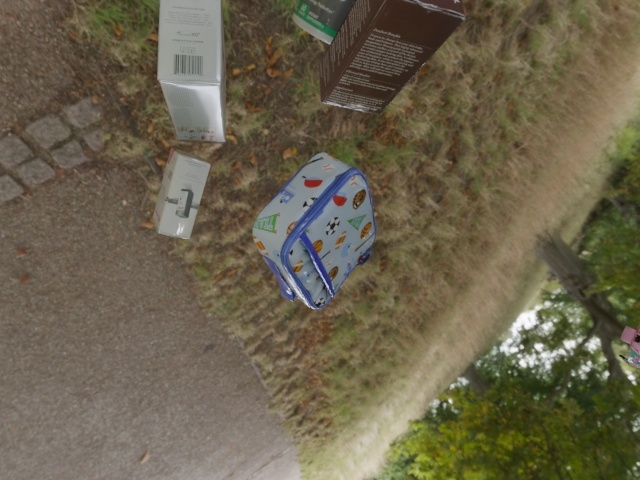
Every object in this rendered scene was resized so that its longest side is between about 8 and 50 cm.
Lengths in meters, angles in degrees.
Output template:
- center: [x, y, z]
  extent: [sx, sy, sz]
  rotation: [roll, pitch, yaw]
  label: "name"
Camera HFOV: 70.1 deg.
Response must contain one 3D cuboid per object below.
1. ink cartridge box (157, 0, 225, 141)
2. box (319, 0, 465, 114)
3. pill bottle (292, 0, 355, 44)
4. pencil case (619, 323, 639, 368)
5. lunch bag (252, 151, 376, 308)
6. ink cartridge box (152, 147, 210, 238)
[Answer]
- center: [-0.294, -0.421, 1.088]
  extent: [0.130, 0.271, 0.309]
  rotation: [0, 169, -10]
  label: "ink cartridge box"
- center: [0.150, -0.480, 1.115]
  extent: [0.191, 0.143, 0.381]
  rotation: [5, 162, -22]
  label: "box"
- center: [0.086, -0.729, 1.245]
  extent: [0.204, 0.204, 0.361]
  rotation: [-8, 135, -52]
  label: "pill bottle"
- center: [0.689, 0.235, 0.793]
  extent: [0.124, 0.284, 0.124]
  rotation: [-10, 114, -23]
  label: "pencil case"
- center: [0.000, 0.000, 0.879]
  extent: [0.243, 0.115, 0.303]
  rotation: [-51, 151, -16]
  label: "lunch bag"
- center: [-0.389, -0.132, 1.264]
  extent: [0.092, 0.158, 0.218]
  rotation: [15, 101, -29]
  label: "ink cartridge box"
